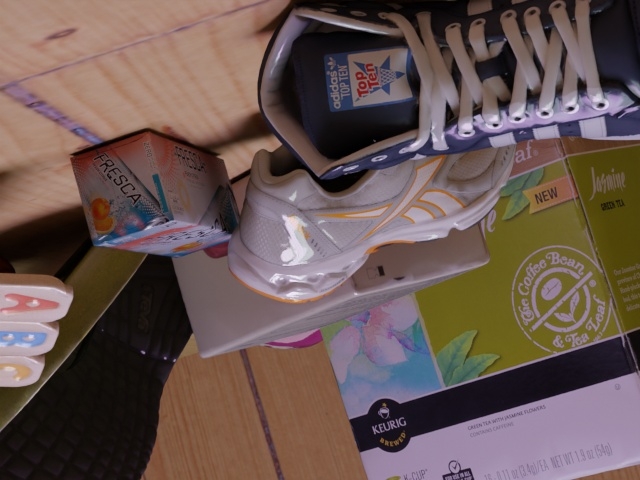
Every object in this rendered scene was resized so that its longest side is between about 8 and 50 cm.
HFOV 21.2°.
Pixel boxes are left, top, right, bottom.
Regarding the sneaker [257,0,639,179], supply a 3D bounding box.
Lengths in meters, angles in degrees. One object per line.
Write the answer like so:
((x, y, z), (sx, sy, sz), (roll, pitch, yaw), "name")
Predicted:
((0.090, -0.089, 0.859), (0.153, 0.099, 0.282), (-11, -177, -42), "sneaker")

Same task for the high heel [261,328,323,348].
((0.042, 0.016, 1.969), (0.377, 0.127, 0.181), (-9, 142, -27), "high heel")

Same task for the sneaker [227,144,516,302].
((0.051, -0.058, 1.204), (0.262, 0.099, 0.121), (-32, 147, -34), "sneaker")

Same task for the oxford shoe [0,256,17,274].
((-0.294, 0.067, 1.323), (0.097, 0.098, 0.271), (-19, 174, 9), "oxford shoe")

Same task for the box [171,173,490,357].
((0.000, 0.000, 1.403), (0.148, 0.127, 0.232), (-13, 173, -38), "box")

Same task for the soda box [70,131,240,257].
((-0.107, -0.028, 1.160), (0.058, 0.063, 0.183), (-17, 174, 11), "soda box")

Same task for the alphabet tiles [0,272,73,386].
((-0.308, 0.061, 1.093), (0.278, 0.021, 0.284), (3, 153, -18), "alphabet tiles")

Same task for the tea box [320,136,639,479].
((0.194, 0.076, 1.682), (0.329, 0.324, 0.220), (-22, 172, 36), "tea box")

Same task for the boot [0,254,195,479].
((-0.214, 0.181, 1.461), (0.223, 0.118, 0.338), (-52, -177, 46), "boot")

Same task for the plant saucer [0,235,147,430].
((-0.214, 0.065, 1.352), (0.241, 0.037, 0.241), (-48, -170, 11), "plant saucer")
